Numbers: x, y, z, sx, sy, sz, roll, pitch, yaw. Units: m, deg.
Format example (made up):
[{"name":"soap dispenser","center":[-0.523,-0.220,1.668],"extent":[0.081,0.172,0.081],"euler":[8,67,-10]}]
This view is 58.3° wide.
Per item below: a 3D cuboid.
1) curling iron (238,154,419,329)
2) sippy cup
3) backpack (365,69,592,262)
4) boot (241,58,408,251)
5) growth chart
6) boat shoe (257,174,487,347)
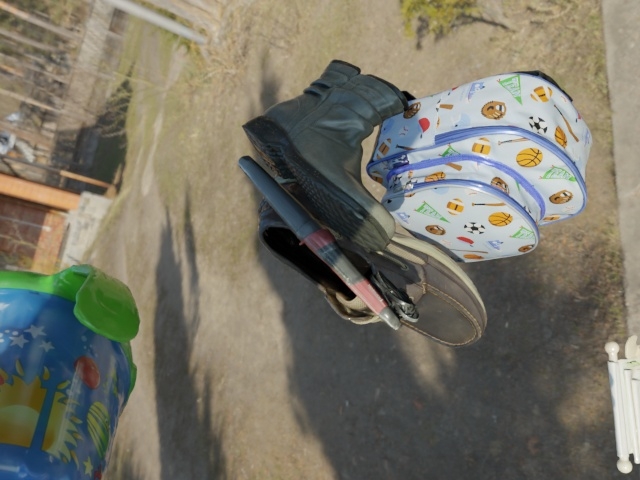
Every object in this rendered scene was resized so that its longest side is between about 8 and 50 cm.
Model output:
[{"name":"curling iron","center":[0.000,0.000,0.634],"extent":[0.274,0.068,0.035],"euler":[42,101,15]},{"name":"sippy cup","center":[-0.283,0.177,0.502],"extent":[0.224,0.240,0.305],"euler":[-127,40,-60]},{"name":"backpack","center":[0.223,-0.100,0.789],"extent":[0.263,0.276,0.213],"euler":[-21,51,44]},{"name":"boot","center":[0.035,-0.111,0.615],"extent":[0.161,0.083,0.246],"euler":[-38,53,-8]},{"name":"growth chart","center":[0.435,0.213,0.725],"extent":[0.021,0.237,0.172],"euler":[-17,63,55]},{"name":"boat shoe","center":[0.061,0.052,0.757],"extent":[0.132,0.355,0.130],"euler":[-49,11,44]}]
